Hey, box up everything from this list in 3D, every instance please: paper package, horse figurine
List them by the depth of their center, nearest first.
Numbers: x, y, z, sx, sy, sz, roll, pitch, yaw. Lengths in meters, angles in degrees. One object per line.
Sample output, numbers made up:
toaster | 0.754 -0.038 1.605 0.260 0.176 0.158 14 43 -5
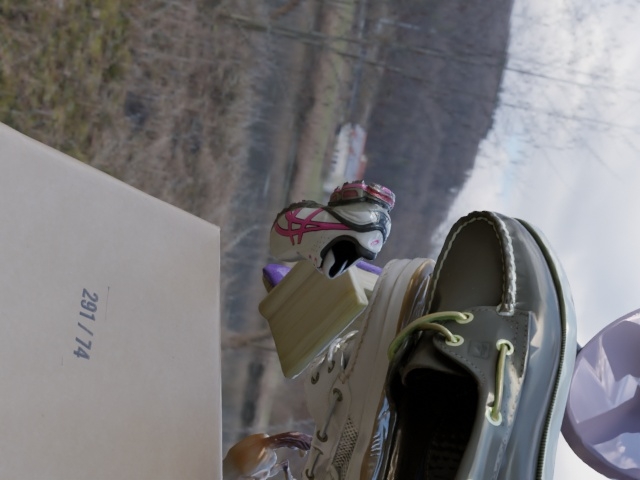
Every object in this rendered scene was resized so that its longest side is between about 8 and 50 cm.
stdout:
paper package | -0.239 0.103 0.814 0.309 0.168 0.325 27 52 -47
horse figurine | -0.110 0.353 1.353 0.066 0.263 0.174 52 6 37

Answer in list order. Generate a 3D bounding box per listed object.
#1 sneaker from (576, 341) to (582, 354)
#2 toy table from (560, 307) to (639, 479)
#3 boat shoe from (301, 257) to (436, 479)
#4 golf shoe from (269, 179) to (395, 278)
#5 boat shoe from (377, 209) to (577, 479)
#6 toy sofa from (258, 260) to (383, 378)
sneaker | 0.148 0.203 0.970 0.297 0.111 0.129 -34 178 -1
toy table | 0.359 0.109 0.798 0.252 0.274 0.161 59 -23 20
boat shoe | 0.028 0.125 0.781 0.098 0.096 0.277 -31 140 -50
golf shoe | 0.000 0.000 0.968 0.186 0.067 0.086 -22 -131 52
boat shoe | 0.092 0.099 0.587 0.109 0.091 0.305 -30 -140 46
toy sofa | 0.106 0.100 1.206 0.150 0.362 0.177 -46 -138 28
